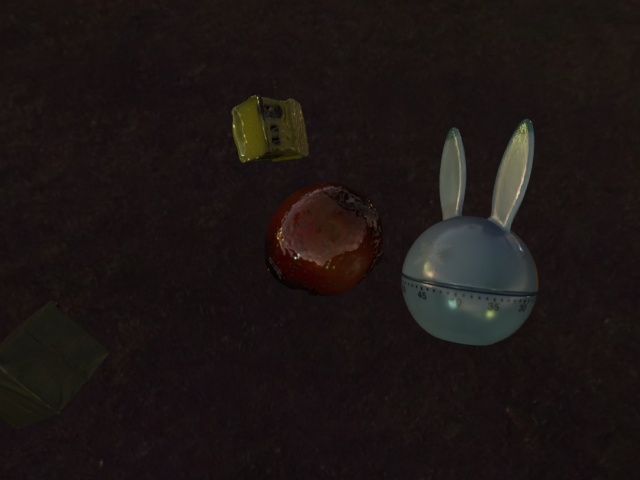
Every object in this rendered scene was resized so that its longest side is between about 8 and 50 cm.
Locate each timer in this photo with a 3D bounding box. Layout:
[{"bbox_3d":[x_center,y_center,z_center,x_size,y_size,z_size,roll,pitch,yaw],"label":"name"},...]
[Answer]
[{"bbox_3d":[0.198,0.005,0.631,0.175,0.175,0.256,23,79,12],"label":"timer"}]

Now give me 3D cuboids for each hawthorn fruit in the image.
[{"bbox_3d":[0.001,0.003,1.270,0.315,0.316,0.316,3,51,-4],"label":"hawthorn fruit"}]

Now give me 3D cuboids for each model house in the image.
[{"bbox_3d":[-0.148,-0.357,1.683,0.234,0.174,0.194,-10,90,-47],"label":"model house"}]

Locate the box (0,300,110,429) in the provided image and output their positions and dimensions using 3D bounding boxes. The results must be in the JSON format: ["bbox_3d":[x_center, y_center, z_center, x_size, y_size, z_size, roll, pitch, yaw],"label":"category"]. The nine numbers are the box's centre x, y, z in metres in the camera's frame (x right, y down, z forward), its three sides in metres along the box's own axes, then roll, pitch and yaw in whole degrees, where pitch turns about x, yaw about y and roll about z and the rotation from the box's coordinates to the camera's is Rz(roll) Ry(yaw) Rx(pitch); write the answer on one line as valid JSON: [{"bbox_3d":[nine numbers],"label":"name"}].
[{"bbox_3d":[-0.546,0.242,0.983,0.149,0.231,0.155,48,40,-18],"label":"box"}]
